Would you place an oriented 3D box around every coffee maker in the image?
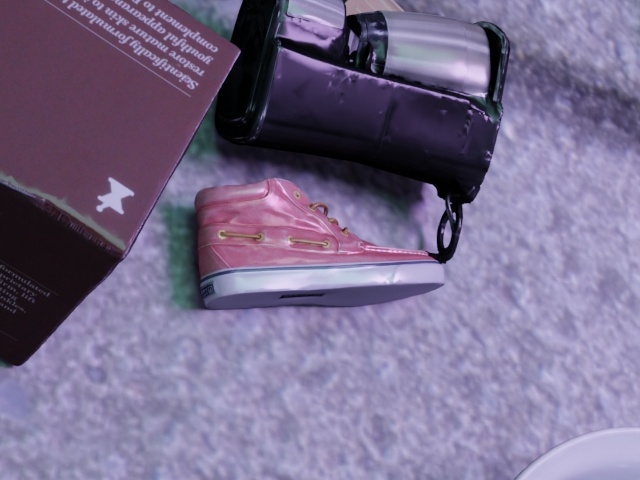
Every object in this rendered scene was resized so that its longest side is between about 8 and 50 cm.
[{"bbox_3d":[0.026,-0.087,1.359,0.178,0.120,0.171,10,70,-20],"label":"coffee maker"}]

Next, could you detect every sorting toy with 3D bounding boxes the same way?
[{"bbox_3d":[0.028,-0.164,1.459,0.083,0.012,0.062,44,61,-8],"label":"sorting toy"}]

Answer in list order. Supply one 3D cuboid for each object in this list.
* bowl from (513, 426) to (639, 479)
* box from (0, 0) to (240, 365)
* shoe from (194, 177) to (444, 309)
[{"bbox_3d":[0.196,0.280,1.278,0.298,0.134,0.298,10,65,-22],"label":"bowl"},{"bbox_3d":[-0.185,-0.059,1.193,0.168,0.203,0.167,34,57,-11],"label":"box"},{"bbox_3d":[0.000,0.000,1.343,0.178,0.063,0.081,-2,74,-23],"label":"shoe"}]
